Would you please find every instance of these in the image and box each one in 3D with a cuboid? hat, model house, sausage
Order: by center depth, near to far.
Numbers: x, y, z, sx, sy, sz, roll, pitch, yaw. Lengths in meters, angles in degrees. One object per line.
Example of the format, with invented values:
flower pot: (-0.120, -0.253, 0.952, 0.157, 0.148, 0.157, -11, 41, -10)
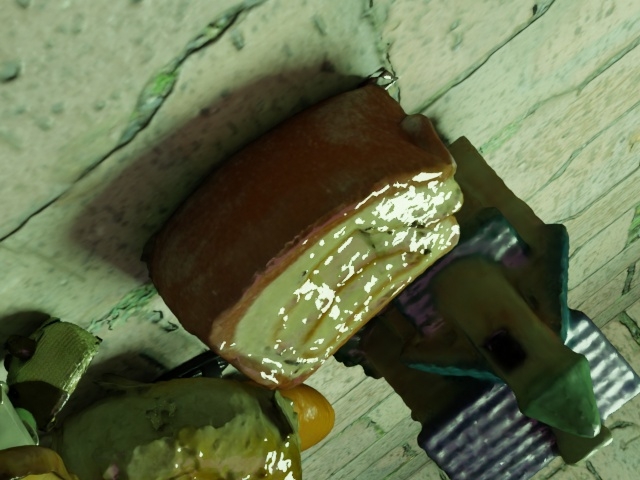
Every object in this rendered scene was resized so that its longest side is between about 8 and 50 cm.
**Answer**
hat: (-0.194, 0.089, 0.826, 0.076, 0.059, 0.077, -56, -177, -5)
model house: (0.140, 0.098, 1.066, 0.245, 0.280, 0.312, -39, 165, 2)
sausage: (-0.051, 0.198, 1.310, 0.098, 0.098, 0.238, -41, 160, 9)

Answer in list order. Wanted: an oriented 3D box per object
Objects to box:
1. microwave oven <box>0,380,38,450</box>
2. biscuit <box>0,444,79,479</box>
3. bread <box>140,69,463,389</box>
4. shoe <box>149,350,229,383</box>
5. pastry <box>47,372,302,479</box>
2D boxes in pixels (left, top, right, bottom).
microwave oven: (-0.264, 0.126, 0.662, 0.194, 0.145, 0.240, -35, 162, -18)
biscuit: (-0.229, 0.177, 0.564, 0.260, 0.041, 0.203, -23, 160, -35)
bread: (-0.006, -0.005, 0.843, 0.244, 0.123, 0.190, -46, 145, 9)
shoe: (-0.141, 0.157, 1.107, 0.159, 0.053, 0.062, -21, 152, -34)
pastry: (-0.130, 0.210, 1.048, 0.236, 0.120, 0.257, -9, 142, -6)
